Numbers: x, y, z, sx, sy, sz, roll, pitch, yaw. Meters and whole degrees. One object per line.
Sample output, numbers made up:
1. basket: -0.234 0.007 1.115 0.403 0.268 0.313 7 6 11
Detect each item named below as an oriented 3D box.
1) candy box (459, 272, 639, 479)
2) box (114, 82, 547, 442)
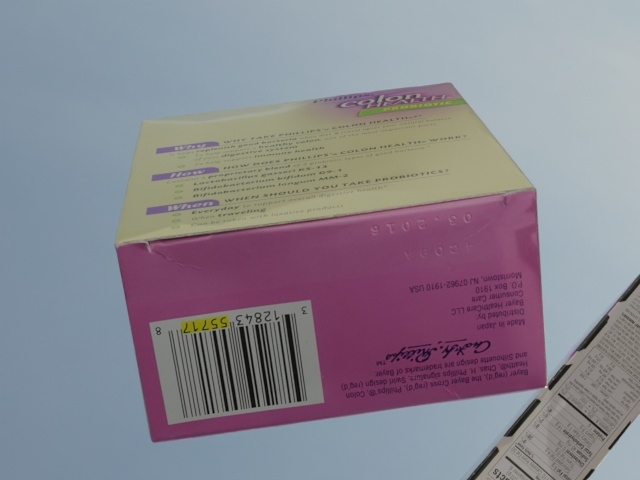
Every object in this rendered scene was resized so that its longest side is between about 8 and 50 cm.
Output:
1. candy box: 0.193 0.147 0.983 0.071 0.159 0.233 41 -107 11
2. box: 0.000 0.000 0.740 0.214 0.117 0.243 -8 -159 -2
